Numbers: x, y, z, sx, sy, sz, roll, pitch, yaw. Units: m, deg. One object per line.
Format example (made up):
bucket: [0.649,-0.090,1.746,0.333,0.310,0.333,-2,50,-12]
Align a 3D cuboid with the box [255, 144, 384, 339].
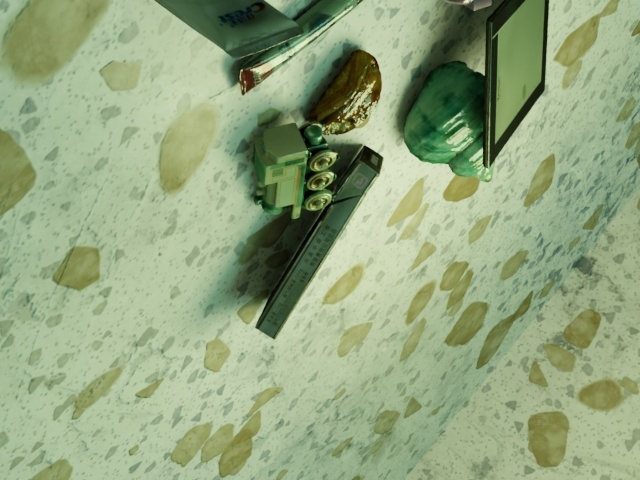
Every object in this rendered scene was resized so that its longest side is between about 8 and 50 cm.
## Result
box: [0.000,-0.001,2.153,0.324,0.047,0.180,-58,-178,13]

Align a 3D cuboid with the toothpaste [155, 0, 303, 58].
toothpaste: [-0.160,-0.275,1.309,0.100,0.323,0.066,-27,145,-41]

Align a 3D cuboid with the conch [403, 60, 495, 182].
conch: [0.236,-0.189,2.243,0.202,0.196,0.134,35,62,-30]

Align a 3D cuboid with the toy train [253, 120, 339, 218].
toy train: [-0.043,-0.104,1.989,0.125,0.080,0.194,-14,149,-15]

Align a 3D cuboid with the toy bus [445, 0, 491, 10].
toy bus: [0.232,-0.451,1.966,0.096,0.108,0.199,-25,143,-43]

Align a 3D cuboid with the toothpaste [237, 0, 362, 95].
toothpaste: [-0.028,-0.290,1.835,0.239,0.039,0.062,-41,159,-17]

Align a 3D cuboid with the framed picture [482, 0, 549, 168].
framed picture: [0.337,-0.310,2.223,0.347,0.016,0.265,-50,145,-51]

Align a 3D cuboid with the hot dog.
hot dog: [0.042,-0.222,2.004,0.147,0.065,0.099,-55,158,1]
